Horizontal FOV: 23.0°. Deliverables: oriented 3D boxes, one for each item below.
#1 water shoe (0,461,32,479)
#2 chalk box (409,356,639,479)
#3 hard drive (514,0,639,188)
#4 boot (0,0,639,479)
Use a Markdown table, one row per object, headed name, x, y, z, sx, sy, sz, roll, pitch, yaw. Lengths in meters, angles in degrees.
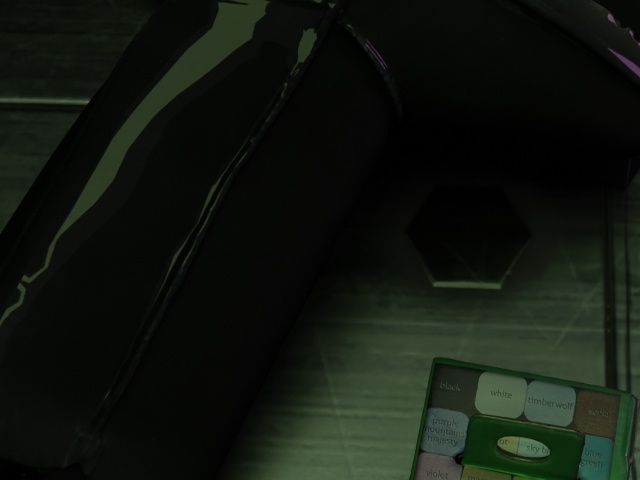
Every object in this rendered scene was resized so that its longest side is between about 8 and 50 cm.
| name | x | y | z | sx | sy | sz | roll | pitch | yaw |
| --- | --- | --- | --- | --- | --- | --- | --- | --- | --- |
| water shoe | -0.190 | 0.108 | 1.104 | 0.080 | 0.073 | 0.203 | 13 | 68 | 1 |
| chalk box | 0.120 | 0.163 | 0.981 | 0.132 | 0.213 | 0.132 | 10 | 65 | 8 |
| hard drive | 0.165 | -0.165 | 1.228 | 0.254 | 0.054 | 0.172 | 29 | 69 | 16 |
| boot | -0.002 | -0.001 | 1.052 | 0.367 | 0.146 | 0.445 | 31 | 83 | -16 |
